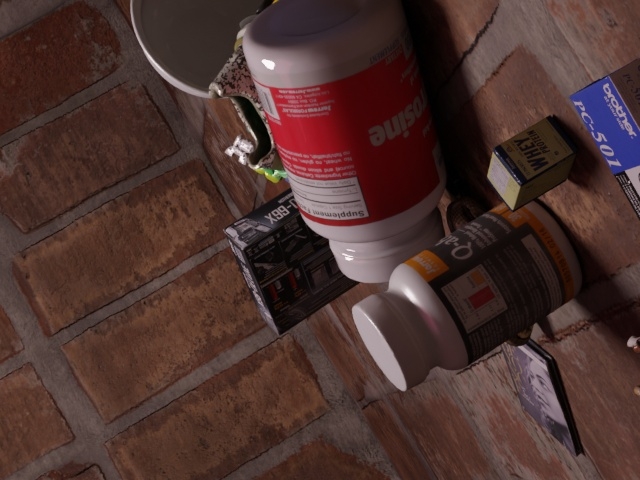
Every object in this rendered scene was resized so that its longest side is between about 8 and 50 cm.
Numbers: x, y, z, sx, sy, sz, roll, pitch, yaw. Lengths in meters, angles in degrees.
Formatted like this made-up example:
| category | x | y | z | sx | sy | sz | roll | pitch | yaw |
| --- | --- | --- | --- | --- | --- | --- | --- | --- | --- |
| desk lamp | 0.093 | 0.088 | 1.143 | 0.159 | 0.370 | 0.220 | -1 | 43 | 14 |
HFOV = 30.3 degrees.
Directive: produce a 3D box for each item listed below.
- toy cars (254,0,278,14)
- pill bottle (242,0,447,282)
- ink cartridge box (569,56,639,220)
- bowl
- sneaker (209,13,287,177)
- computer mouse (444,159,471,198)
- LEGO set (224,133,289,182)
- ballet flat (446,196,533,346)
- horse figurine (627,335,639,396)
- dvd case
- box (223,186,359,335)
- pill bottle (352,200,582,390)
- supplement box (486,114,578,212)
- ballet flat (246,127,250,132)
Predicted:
| category | x | y | z | sx | sy | sz | roll | pitch | yaw |
| --- | --- | --- | --- | --- | --- | --- | --- | --- | --- |
| toy cars | 0.001 | -0.311 | 1.918 | 0.177 | 0.087 | 0.393 | 17 | 150 | 27 |
| pill bottle | 0.052 | -0.148 | 1.703 | 0.229 | 0.229 | 0.407 | 44 | 158 | 54 |
| ink cartridge box | 0.333 | -0.073 | 1.171 | 0.207 | 0.046 | 0.097 | 60 | 168 | -1 |
| bowl | -0.193 | -0.364 | 2.053 | 0.297 | 0.298 | 0.134 | 59 | 156 | 5 |
| sneaker | -0.042 | -0.152 | 1.894 | 0.410 | 0.182 | 0.158 | 52 | 156 | -22 |
| computer mouse | 0.158 | -0.118 | 1.851 | 0.242 | 0.041 | 0.071 | 45 | 161 | 51 |
| LEGO set | -0.087 | -0.185 | 2.649 | 0.227 | 0.093 | 0.087 | 32 | -158 | 7 |
| ballet flat | 0.262 | 0.046 | 1.756 | 0.058 | 0.084 | 0.249 | -15 | 105 | 42 |
| horse figurine | 0.438 | 0.216 | 1.404 | 0.263 | 0.066 | 0.174 | 62 | 175 | 3 |
| dvd case | 0.355 | 0.237 | 1.947 | 0.164 | 0.018 | 0.221 | 44 | 161 | 55 |
| box | 0.000 | 0.000 | 2.162 | 0.076 | 0.307 | 0.242 | 44 | 161 | 43 |
| pill bottle | 0.192 | 0.072 | 1.564 | 0.162 | 0.278 | 0.162 | 56 | 167 | 19 |
| supplement box | 0.249 | -0.090 | 1.398 | 0.056 | 0.083 | 0.083 | 55 | 169 | 20 |
| ballet flat | -0.123 | -0.320 | 2.388 | 0.123 | 0.123 | 0.348 | 53 | 172 | 32 |
